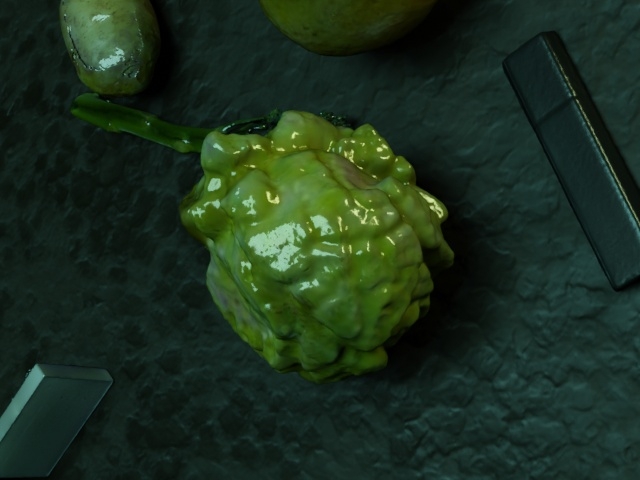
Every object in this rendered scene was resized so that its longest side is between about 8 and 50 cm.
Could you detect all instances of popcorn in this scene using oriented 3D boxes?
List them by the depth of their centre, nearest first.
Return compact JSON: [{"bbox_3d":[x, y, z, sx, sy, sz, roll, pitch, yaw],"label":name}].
[{"bbox_3d":[0.000,0.000,1.205,0.259,0.212,0.259,46,150,37],"label":"popcorn"}]

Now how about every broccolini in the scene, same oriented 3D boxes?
[{"bbox_3d":[-0.119,-0.128,1.410,0.392,0.074,0.079,19,136,38],"label":"broccolini"}]

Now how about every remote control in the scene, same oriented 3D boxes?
[{"bbox_3d":[0.226,-0.072,1.165,0.063,0.025,0.245,-38,63,31],"label":"remote control"}]

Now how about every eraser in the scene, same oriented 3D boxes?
[{"bbox_3d":[-0.305,0.199,1.465,0.023,0.104,0.150,47,111,33],"label":"eraser"}]

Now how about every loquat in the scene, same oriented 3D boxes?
[{"bbox_3d":[0.027,-0.279,1.228,0.213,0.213,0.213,-6,80,36],"label":"loquat"}]

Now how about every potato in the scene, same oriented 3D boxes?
[{"bbox_3d":[-0.231,-0.230,1.486,0.107,0.080,0.170,-26,65,-2],"label":"potato"}]
